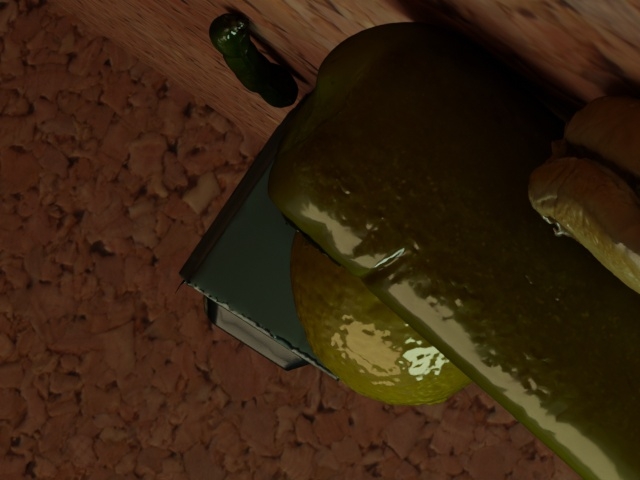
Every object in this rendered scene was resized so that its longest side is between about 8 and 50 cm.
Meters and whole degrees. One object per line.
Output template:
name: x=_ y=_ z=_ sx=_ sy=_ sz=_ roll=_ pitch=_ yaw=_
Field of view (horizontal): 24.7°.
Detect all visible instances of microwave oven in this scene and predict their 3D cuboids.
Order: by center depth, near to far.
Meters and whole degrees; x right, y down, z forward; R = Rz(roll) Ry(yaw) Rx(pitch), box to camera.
microwave oven: x=0.000 y=0.000 z=1.647 sx=0.218 sy=0.286 sz=0.355 roll=33 pitch=175 yaw=-6

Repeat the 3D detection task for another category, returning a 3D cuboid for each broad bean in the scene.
broad bean: x=-0.070 y=-0.187 z=1.531 sx=0.053 sy=0.052 sz=0.256 roll=-8 pitch=167 yaw=10

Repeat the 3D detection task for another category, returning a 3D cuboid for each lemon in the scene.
lemon: x=0.084 y=0.038 z=1.364 sx=0.228 sy=0.228 sz=0.253 roll=34 pitch=140 yaw=32

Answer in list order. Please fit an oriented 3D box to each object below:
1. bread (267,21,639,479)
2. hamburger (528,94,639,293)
bread: x=0.144 y=0.024 z=0.848 sx=0.383 sy=0.166 sz=0.112 roll=42 pitch=143 yaw=-3
hamburger: x=0.173 y=-0.010 z=0.719 sx=0.138 sy=0.083 sz=0.147 roll=30 pitch=-176 yaw=-35
